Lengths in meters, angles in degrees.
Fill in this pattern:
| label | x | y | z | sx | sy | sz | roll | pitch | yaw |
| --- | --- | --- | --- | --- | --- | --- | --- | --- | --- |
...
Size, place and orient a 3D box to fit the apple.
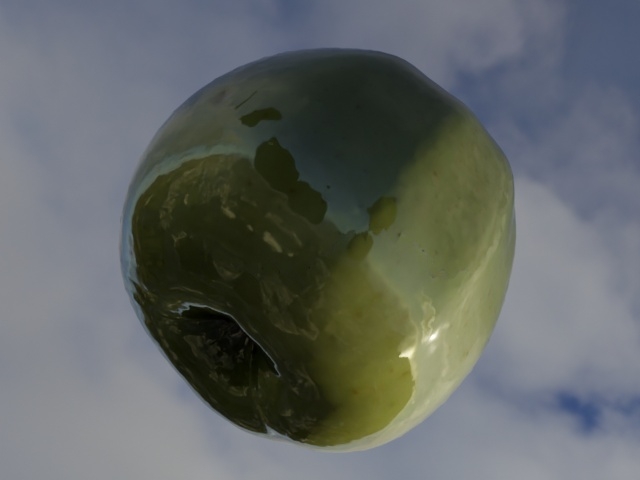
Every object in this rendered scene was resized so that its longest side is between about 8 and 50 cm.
| label | x | y | z | sx | sy | sz | roll | pitch | yaw |
| --- | --- | --- | --- | --- | --- | --- | --- | --- | --- |
| apple | 0.000 | 0.000 | 0.947 | 0.357 | 0.357 | 0.357 | 24 | -40 | 22 |
